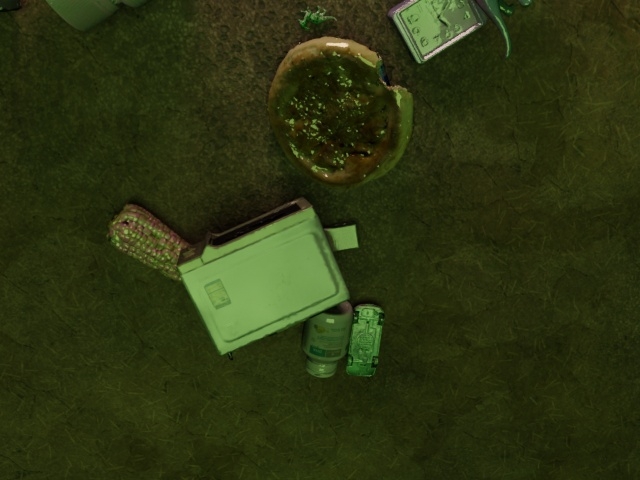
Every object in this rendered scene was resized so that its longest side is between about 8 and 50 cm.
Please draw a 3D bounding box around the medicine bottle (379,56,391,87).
[{"bbox_3d":[0.126,-0.344,1.574,0.107,0.107,0.191,-19,114,5],"label":"medicine bottle"}]

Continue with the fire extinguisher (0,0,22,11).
[{"bbox_3d":[-0.731,-0.653,1.384,0.115,0.095,0.311,6,117,30],"label":"fire extinguisher"}]

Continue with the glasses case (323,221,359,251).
[{"bbox_3d":[0.000,0.000,1.750,0.205,0.047,0.070,-9,105,1],"label":"glasses case"}]

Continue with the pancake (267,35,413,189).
[{"bbox_3d":[0.041,-0.301,1.531,0.383,0.071,0.382,13,127,18],"label":"pancake"}]

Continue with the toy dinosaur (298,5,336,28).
[{"bbox_3d":[-0.010,-0.524,1.533,0.083,0.021,0.062,33,115,-12],"label":"toy dinosaur"}]

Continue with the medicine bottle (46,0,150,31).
[{"bbox_3d":[-0.437,-0.604,1.348,0.302,0.241,0.241,-30,112,9],"label":"medicine bottle"}]

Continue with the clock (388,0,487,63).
[{"bbox_3d":[0.276,-0.530,1.522,0.194,0.073,0.144,-31,113,10],"label":"clock"}]

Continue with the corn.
[{"bbox_3d":[-0.404,0.032,1.699,0.335,0.126,0.126,34,107,-18],"label":"corn"}]

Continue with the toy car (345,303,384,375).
[{"bbox_3d":[0.126,0.284,1.869,0.090,0.076,0.224,6,105,-5],"label":"toy car"}]

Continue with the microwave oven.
[{"bbox_3d":[-0.144,0.081,1.616,0.355,0.218,0.286,-25,105,-4],"label":"microwave oven"}]

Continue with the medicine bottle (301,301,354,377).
[{"bbox_3d":[0.015,0.275,1.824,0.135,0.135,0.215,6,113,-6],"label":"medicine bottle"}]

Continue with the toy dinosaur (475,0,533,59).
[{"bbox_3d":[0.316,-0.629,1.410,0.331,0.129,0.383,19,80,-12],"label":"toy dinosaur"}]
